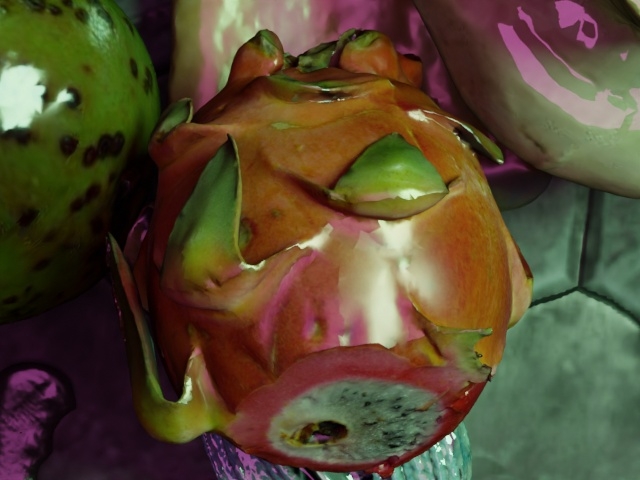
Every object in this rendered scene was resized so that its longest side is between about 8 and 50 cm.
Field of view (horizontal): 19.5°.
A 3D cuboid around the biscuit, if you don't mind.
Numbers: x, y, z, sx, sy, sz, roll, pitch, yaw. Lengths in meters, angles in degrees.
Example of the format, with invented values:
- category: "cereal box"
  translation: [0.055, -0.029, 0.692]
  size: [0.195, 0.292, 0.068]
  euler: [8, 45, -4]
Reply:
- category: "biscuit"
  translation: [0.025, -0.161, 1.115]
  size: [0.237, 0.062, 0.290]
  euler: [0, 92, -2]

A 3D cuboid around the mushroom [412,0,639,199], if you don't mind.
- category: "mushroom"
  translation: [0.171, -0.169, 0.944]
  size: [0.293, 0.290, 0.292]
  euler: [0, 92, 9]

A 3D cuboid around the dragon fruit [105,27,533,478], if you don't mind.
- category: "dragon fruit"
  translation: [-0.001, 0.006, 0.977]
  size: [0.224, 0.224, 0.227]
  euler: [-20, 54, 0]

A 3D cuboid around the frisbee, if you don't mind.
- category: "frisbee"
  translation: [-0.218, 0.195, 1.140]
  size: [0.187, 0.012, 0.211]
  euler: [-17, 92, 0]

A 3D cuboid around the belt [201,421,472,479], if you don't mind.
- category: "belt"
  translation: [0.012, 0.122, 1.108]
  size: [0.148, 0.082, 0.163]
  euler: [-17, 91, 9]

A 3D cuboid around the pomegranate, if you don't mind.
- category: "pomegranate"
  translation: [-0.232, -0.059, 1.031]
  size: [0.286, 0.231, 0.230]
  euler: [1, 90, -2]
